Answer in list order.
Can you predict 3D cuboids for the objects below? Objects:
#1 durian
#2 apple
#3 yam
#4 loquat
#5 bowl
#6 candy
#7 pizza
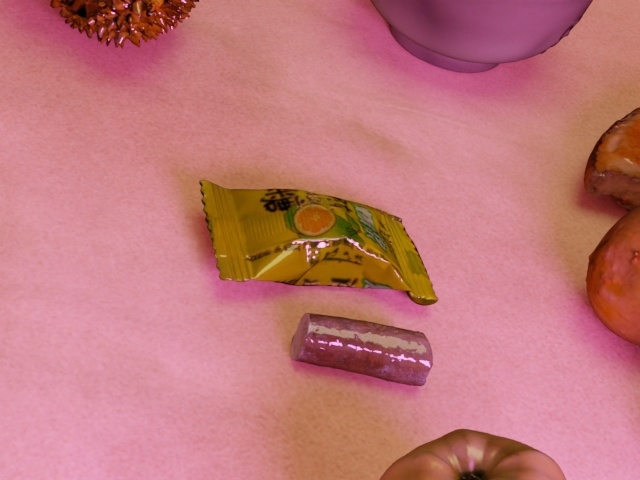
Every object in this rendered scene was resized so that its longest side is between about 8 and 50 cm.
[{"bbox_3d":[-0.252,-0.363,1.425,0.258,0.258,0.293,-26,78,-41],"label":"durian"},{"bbox_3d":[0.116,0.246,0.904,0.200,0.200,0.200,11,39,-9],"label":"apple"},{"bbox_3d":[0.041,0.104,1.138,0.132,0.054,0.054,11,39,-8],"label":"yam"},{"bbox_3d":[0.372,0.037,1.271,0.172,0.204,0.149,-41,72,1],"label":"loquat"},{"bbox_3d":[0.202,-0.356,1.634,0.353,0.185,0.354,11,40,-9],"label":"bowl"},{"bbox_3d":[0.000,0.000,1.231,0.246,0.069,0.149,4,39,-18],"label":"candy"},{"bbox_3d":[0.473,-0.091,1.509,0.223,0.089,0.323,33,43,26],"label":"pizza"}]
